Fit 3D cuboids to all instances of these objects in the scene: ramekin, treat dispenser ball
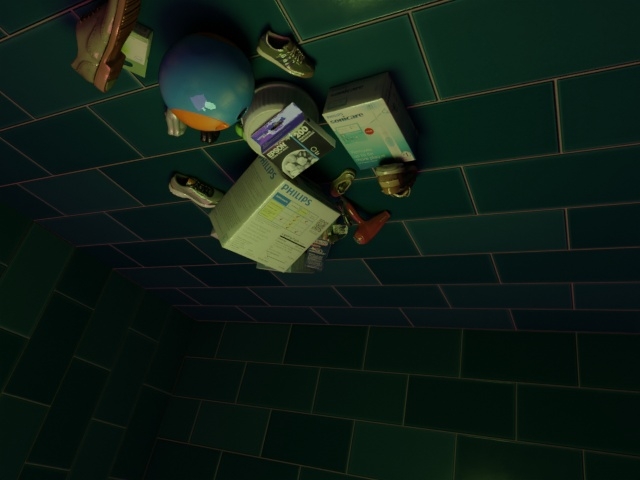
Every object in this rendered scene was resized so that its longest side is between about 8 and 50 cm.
[{"bbox_3d":[-0.142,-0.395,1.630,0.273,0.127,0.272,0,139,0],"label":"ramekin"},{"bbox_3d":[-0.346,-0.484,1.458,0.288,0.288,0.288,10,152,5],"label":"treat dispenser ball"}]

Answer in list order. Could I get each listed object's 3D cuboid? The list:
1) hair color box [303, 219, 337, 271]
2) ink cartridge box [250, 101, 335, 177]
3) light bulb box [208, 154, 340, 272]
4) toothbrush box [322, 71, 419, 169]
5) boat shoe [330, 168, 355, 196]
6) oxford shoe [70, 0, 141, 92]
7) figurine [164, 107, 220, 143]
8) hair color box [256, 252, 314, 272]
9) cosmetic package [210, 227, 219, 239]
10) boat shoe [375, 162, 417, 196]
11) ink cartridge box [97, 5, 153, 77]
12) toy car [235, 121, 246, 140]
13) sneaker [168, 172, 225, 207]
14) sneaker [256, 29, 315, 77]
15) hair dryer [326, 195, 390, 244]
[{"bbox_3d":[0.000,0.000,2.314,0.105,0.173,0.347,14,152,-1],"label":"hair color box"},{"bbox_3d":[-0.092,-0.326,1.580,0.206,0.045,0.208,-31,129,31],"label":"ink cartridge box"},{"bbox_3d":[-0.184,-0.107,1.914,0.361,0.225,0.358,-46,139,15],"label":"light bulb box"},{"bbox_3d":[0.176,-0.388,1.587,0.216,0.126,0.295,-5,146,30],"label":"toothbrush box"},{"bbox_3d":[0.084,-0.224,1.977,0.068,0.072,0.190,18,152,-10],"label":"boat shoe"},{"bbox_3d":[-0.638,-0.629,1.390,0.147,0.140,0.397,29,123,-13],"label":"oxford shoe"},{"bbox_3d":[-0.485,-0.480,1.751,0.215,0.092,0.209,13,144,2],"label":"figurine"},{"bbox_3d":[-0.168,0.106,2.479,0.186,0.113,0.374,6,177,18],"label":"hair color box"},{"bbox_3d":[-0.394,-0.054,2.420,0.224,0.138,0.225,34,147,-33],"label":"cosmetic package"},{"bbox_3d":[0.280,-0.213,1.732,0.123,0.116,0.324,-6,-177,28],"label":"boat shoe"},{"bbox_3d":[-0.655,-0.632,1.563,0.171,0.056,0.235,22,149,-17],"label":"ink cartridge box"},{"bbox_3d":[-0.219,-0.397,1.808,0.225,0.053,0.239,10,152,4],"label":"toy car"},{"bbox_3d":[-0.570,-0.233,2.210,0.272,0.100,0.108,18,146,-9],"label":"sneaker"},{"bbox_3d":[-0.096,-0.566,1.435,0.192,0.064,0.086,23,155,-12],"label":"sneaker"},{"bbox_3d":[0.168,-0.091,2.097,0.294,0.223,0.080,-2,-166,-13],"label":"hair dryer"}]
